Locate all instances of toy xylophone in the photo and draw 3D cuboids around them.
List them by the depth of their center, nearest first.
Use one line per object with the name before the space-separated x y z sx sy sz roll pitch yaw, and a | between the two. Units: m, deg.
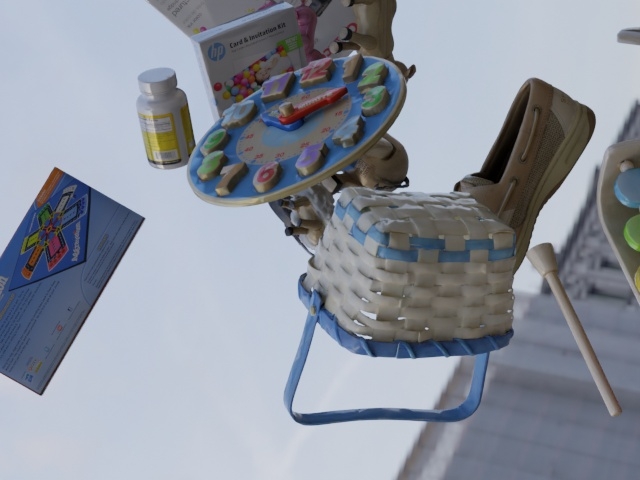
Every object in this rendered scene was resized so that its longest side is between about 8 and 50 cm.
toy xylophone | 0.348 0.048 1.261 0.236 0.322 0.081 -19 -28 -18

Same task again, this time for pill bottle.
pill bottle | -0.193 -0.152 1.631 0.065 0.065 0.116 -51 -39 -50

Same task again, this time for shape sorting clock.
shape sorting clock | -0.023 -0.099 1.132 0.040 0.206 0.206 63 -142 -27

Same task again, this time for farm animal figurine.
farm animal figurine | 0.038 -0.194 1.969 0.172 0.330 0.326 0 -124 -47

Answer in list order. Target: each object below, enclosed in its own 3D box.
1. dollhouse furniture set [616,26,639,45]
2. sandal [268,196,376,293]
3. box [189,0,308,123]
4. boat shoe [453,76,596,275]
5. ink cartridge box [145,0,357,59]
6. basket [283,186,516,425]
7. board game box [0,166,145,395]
dollhouse furniture set | 0.395 -0.441 1.726 0.394 0.256 0.362 -9 -74 -21
sandal | 0.000 0.001 2.127 0.254 0.054 0.097 44 -146 -9
box | -0.085 -0.214 1.794 0.145 0.038 0.186 -24 -59 -17
boat shoe | 0.218 -0.047 1.695 0.341 0.110 0.121 -60 18 3
ink cartridge box | -0.096 -0.376 2.078 0.226 0.306 0.131 -45 22 14
basket | 0.101 0.087 1.539 0.255 0.201 0.289 2 -69 -25
board game box | -0.372 0.055 1.804 0.281 0.145 0.027 -60 3 -8
